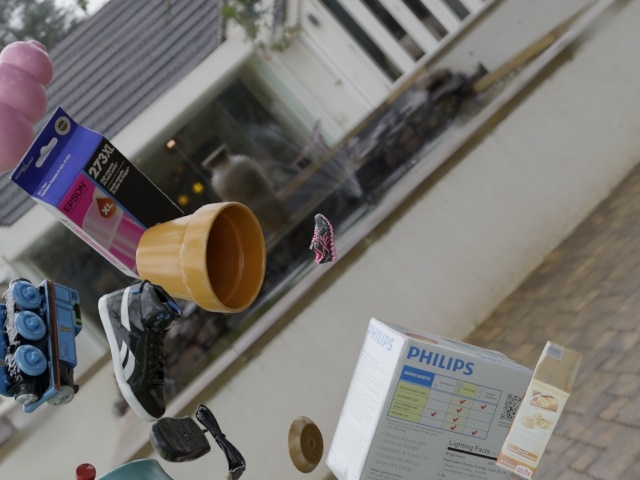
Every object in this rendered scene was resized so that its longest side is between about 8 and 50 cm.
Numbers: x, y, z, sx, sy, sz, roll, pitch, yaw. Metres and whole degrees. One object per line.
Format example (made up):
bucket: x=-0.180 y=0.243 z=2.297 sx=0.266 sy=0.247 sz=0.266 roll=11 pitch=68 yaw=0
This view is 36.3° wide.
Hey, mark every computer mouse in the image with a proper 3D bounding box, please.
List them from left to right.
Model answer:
computer mouse: x=-0.256 y=0.438 z=2.003 sx=0.060 sy=0.184 sz=0.262 roll=-42 pitch=-13 yaw=14

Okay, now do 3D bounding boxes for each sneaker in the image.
sneaker: x=-0.260 y=0.165 z=1.524 sx=0.121 sy=0.216 sz=0.079 roll=-25 pitch=-10 yaw=16
sneaker: x=0.000 y=0.000 z=2.234 sx=0.057 sy=0.119 sz=0.047 roll=-18 pitch=14 yaw=-22

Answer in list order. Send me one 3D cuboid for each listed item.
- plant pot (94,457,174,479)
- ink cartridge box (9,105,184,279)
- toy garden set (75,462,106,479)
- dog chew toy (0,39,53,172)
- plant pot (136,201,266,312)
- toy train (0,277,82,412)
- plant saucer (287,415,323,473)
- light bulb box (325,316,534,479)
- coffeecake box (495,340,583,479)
plant pot: x=-0.302 y=0.530 z=1.694 sx=0.272 sy=0.255 sz=0.271 roll=-29 pitch=-24 yaw=-14
ink cartridge box: x=-0.436 y=-0.086 z=1.960 sx=0.069 sy=0.371 sz=0.175 roll=13 pitch=66 yaw=40
toy garden set: x=-0.257 y=0.423 z=1.308 sx=0.049 sy=0.244 sz=0.203 roll=-44 pitch=-27 yaw=-50
dog chew toy: x=-0.749 y=-0.328 z=2.331 sx=0.331 sy=0.207 sz=0.206 roll=-65 pitch=9 yaw=-13
plant pot: x=-0.236 y=0.032 z=1.847 sx=0.188 sy=0.205 sz=0.205 roll=-1 pitch=26 yaw=29
toy train: x=-0.354 y=0.130 z=1.233 sx=0.080 sy=0.105 sz=0.184 roll=-39 pitch=48 yaw=26
plant saucer: x=-0.018 y=0.298 z=1.430 sx=0.015 sy=0.083 sz=0.083 roll=-14 pitch=19 yaw=32
light bulb box: x=0.249 y=0.401 z=2.182 sx=0.225 sy=0.358 sz=0.360 roll=-153 pitch=81 yaw=-71
coffeecake box: x=0.371 y=0.286 z=1.655 sx=0.142 sy=0.068 sz=0.185 roll=-43 pitch=-28 yaw=-59
